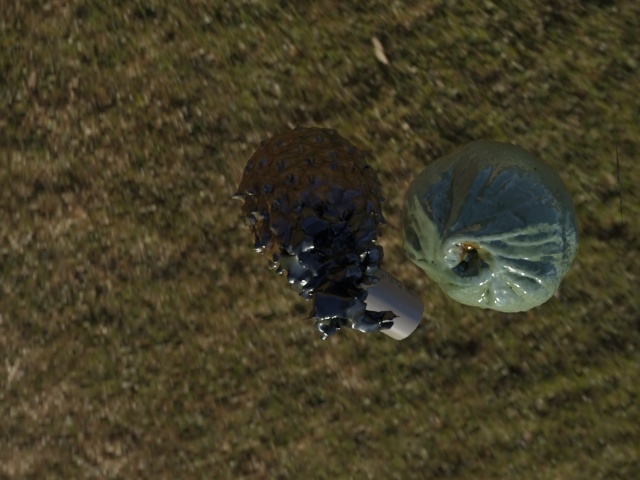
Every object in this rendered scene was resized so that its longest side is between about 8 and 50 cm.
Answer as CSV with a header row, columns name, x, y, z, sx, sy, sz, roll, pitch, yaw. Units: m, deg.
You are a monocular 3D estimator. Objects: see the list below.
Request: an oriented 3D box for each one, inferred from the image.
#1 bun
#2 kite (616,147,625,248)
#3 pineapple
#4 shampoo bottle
name,x,y,z,sx,sy,sz,roll,pitch,yaw
bun,0.170,-0.008,1.470,0.118,0.195,0.195,-39,129,-44
kite,0.226,-0.037,1.050,0.002,0.078,0.044,-4,148,10
pineapple,0.000,0.000,0.952,0.108,0.198,0.108,-5,123,-7
shampoo bottle,0.020,0.038,1.834,0.257,0.127,0.078,36,101,-22
